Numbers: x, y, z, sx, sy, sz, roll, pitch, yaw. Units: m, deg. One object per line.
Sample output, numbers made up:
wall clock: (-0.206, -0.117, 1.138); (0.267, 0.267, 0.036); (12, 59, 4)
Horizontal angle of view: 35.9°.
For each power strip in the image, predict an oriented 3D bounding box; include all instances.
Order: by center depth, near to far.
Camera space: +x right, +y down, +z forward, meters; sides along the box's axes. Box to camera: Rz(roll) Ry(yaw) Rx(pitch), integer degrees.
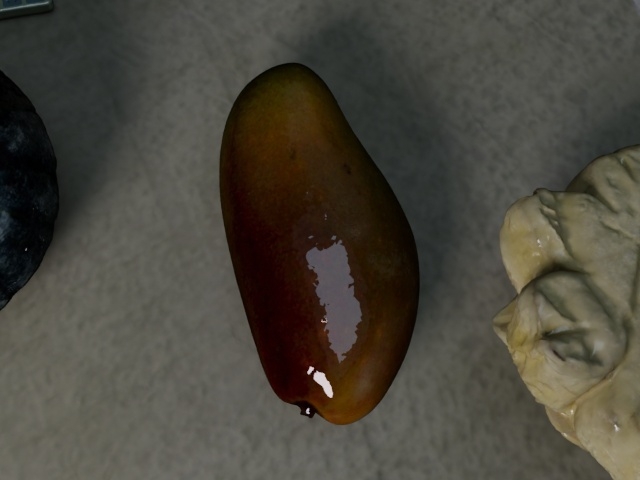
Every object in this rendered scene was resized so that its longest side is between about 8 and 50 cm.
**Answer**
power strip: (-0.260, -0.198, 0.795); (0.090, 0.016, 0.040); (-12, 76, -11)

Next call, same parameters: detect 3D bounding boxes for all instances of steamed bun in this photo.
steamed bun: (0.261, 0.079, 0.717); (0.295, 0.137, 0.292); (-21, 64, -30)

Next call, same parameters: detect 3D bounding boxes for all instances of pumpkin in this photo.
pumpkin: (-0.297, -0.037, 0.668); (0.233, 0.163, 0.233); (0, 85, -5)

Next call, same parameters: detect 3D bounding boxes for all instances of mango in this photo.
mango: (0.000, 0.000, 0.721); (0.133, 0.111, 0.267); (-14, 77, 5)
